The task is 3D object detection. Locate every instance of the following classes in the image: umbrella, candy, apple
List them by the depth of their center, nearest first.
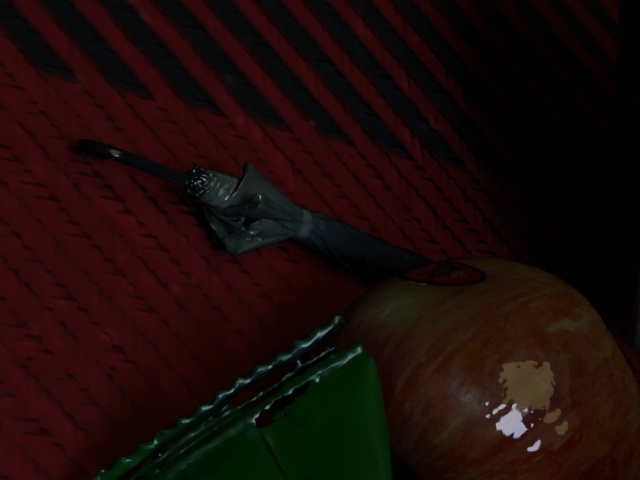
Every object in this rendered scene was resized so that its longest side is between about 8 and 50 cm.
[{"bbox_3d":[0.002,0.150,0.761,0.141,0.078,0.203,-30,86,-20],"label":"candy"},{"bbox_3d":[0.073,0.078,0.853,0.131,0.146,0.146,-35,92,-31],"label":"apple"},{"bbox_3d":[0.003,0.000,0.910,0.269,0.044,0.044,20,85,-33],"label":"umbrella"}]

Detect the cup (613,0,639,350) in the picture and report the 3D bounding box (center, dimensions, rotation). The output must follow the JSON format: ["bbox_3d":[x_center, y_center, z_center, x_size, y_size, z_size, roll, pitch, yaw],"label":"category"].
[{"bbox_3d":[0.355,-0.028,0.995,0.310,0.392,0.401,-77,168,-63],"label":"cup"}]
